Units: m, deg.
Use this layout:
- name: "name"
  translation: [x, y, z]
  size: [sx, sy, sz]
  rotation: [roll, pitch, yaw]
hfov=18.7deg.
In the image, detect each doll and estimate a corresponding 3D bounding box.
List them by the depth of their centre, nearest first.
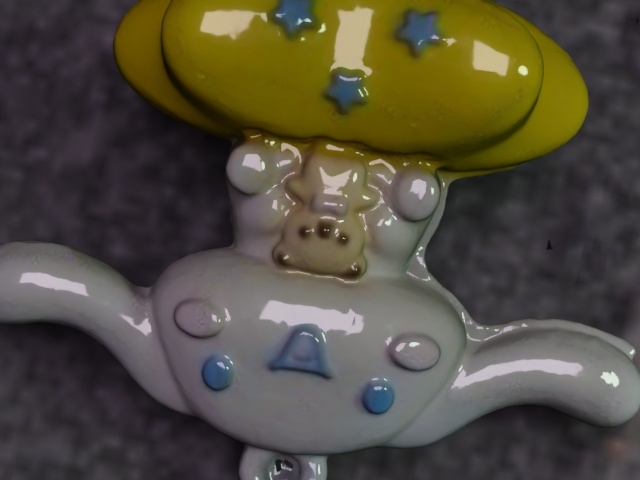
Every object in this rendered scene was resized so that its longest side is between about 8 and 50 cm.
- name: "doll"
  translation: [-0.008, -0.001, 0.402]
  size: [0.135, 0.071, 0.113]
  rotation: [-14, 96, 2]
